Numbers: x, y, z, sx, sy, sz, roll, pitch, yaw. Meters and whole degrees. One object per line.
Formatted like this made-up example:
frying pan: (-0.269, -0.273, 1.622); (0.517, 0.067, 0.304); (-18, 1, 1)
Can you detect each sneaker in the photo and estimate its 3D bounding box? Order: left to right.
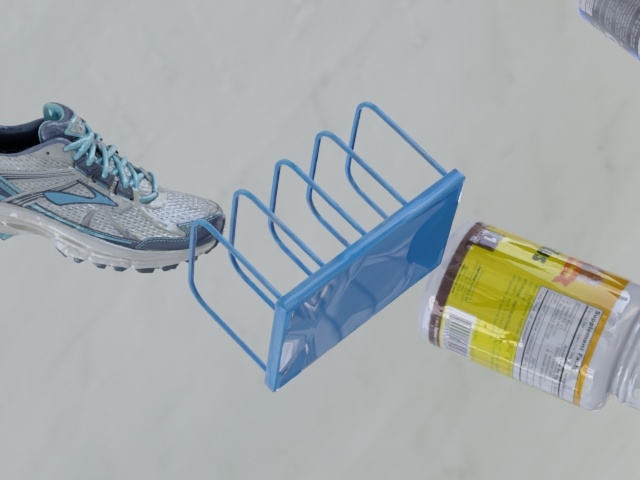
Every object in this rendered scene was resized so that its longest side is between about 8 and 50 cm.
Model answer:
sneaker: (-0.218, -0.053, 1.592); (0.110, 0.283, 0.122); (-107, 29, -65)

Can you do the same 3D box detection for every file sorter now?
file sorter: (0.000, 0.000, 1.267); (0.170, 0.104, 0.118); (-37, -22, -25)

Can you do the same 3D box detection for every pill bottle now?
pill bottle: (0.199, 0.070, 1.517); (0.117, 0.215, 0.117); (-56, -21, -34)
pill bottle: (0.299, -0.201, 1.604); (0.078, 0.137, 0.078); (-21, -45, -23)
